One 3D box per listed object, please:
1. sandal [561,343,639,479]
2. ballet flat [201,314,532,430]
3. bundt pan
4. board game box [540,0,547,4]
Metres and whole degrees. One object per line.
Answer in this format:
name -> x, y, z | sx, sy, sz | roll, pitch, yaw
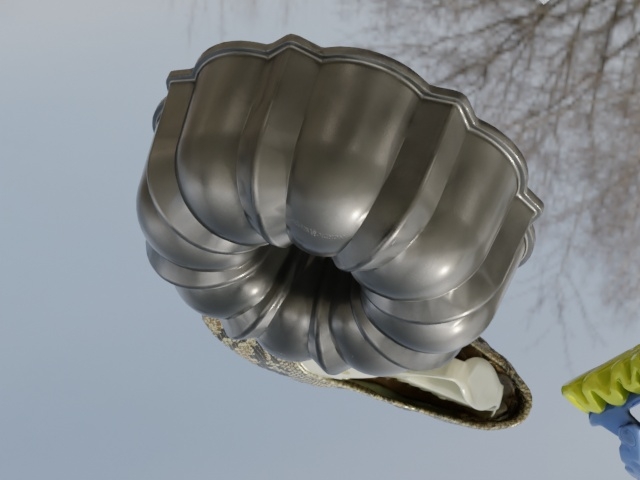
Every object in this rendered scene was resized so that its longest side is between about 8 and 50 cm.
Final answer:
sandal -> 0.349, 0.150, 0.986 | 0.126, 0.317, 0.138 | -23, -101, -16
ballet flat -> 0.088, 0.128, 1.288 | 0.483, 0.164, 0.182 | 25, 176, -36
bundt pan -> 0.000, 0.000, 0.841 | 0.331, 0.331, 0.124 | 11, -123, 15
board game box -> 0.242, -0.419, 1.203 | 0.305, 0.193, 0.053 | 30, -146, -40
